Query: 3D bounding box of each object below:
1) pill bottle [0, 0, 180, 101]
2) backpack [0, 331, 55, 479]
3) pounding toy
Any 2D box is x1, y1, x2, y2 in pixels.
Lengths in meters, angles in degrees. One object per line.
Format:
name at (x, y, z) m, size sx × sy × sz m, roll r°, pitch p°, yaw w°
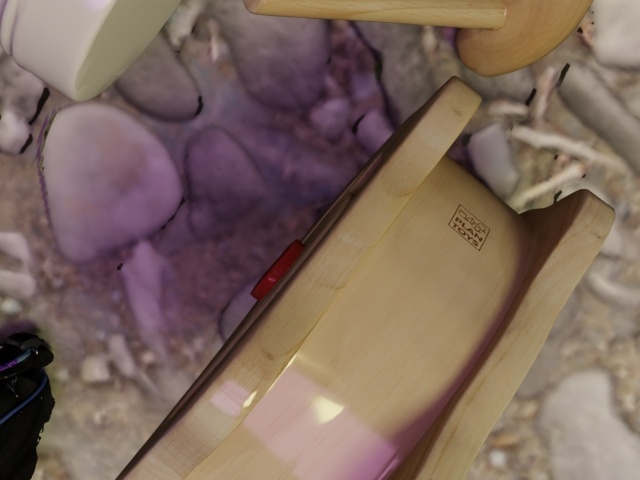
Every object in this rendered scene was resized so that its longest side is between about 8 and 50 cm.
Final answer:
pill bottle at (-0.150, -0.155, 0.428) m, size 0.208 × 0.119 × 0.119 m, roll 37°, pitch 109°, yaw -1°
backpack at (-0.221, 0.098, 0.485) m, size 0.158 × 0.173 × 0.116 m, roll 19°, pitch 108°, yaw 3°
pounding toy at (0.000, 0.000, 0.420) m, size 0.155 × 0.269 × 0.154 m, roll 40°, pitch 148°, yaw -3°
